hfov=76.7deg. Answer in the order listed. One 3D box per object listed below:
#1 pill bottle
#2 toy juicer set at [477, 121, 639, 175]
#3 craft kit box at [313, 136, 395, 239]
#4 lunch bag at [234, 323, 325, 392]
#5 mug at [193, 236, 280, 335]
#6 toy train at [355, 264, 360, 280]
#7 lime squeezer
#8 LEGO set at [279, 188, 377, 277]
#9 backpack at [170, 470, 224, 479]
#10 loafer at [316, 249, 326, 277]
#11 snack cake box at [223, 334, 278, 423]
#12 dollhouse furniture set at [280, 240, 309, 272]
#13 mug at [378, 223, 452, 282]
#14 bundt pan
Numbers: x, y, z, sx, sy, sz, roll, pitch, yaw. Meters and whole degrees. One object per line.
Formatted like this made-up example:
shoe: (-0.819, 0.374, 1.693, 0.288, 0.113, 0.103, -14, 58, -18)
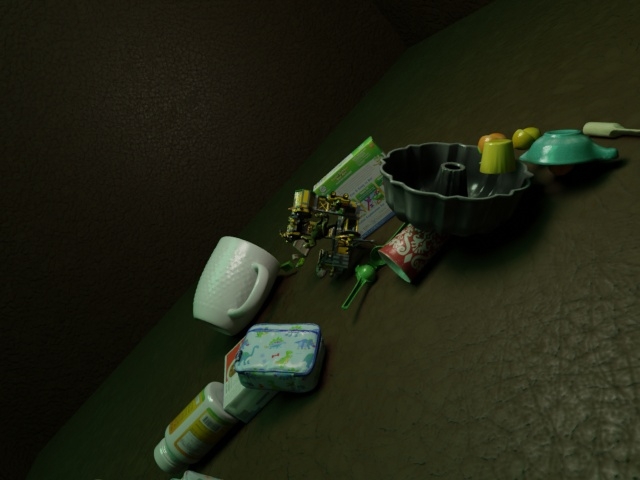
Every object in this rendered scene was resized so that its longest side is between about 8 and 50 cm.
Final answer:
pill bottle: (-0.350, 0.537, 1.153, 0.245, 0.136, 0.136, -46, 20, 3)
toy juicer set: (0.502, -0.192, 0.865, 0.329, 0.089, 0.209, -4, 20, 12)
craft kit box: (0.149, -0.163, 1.323, 0.250, 0.247, 0.061, -39, 22, 19)
lunch bag: (-0.103, 0.296, 1.055, 0.219, 0.090, 0.176, -2, 34, 16)
mug: (-0.319, 0.189, 1.571, 0.374, 0.276, 0.328, -9, 51, 53)
toy train: (0.117, 0.102, 1.219, 0.023, 0.017, 0.083, -50, 18, 21)
lime squeezer: (0.155, 0.071, 1.129, 0.310, 0.059, 0.110, -51, 13, -10)
LEGO set: (0.000, 0.000, 1.221, 0.331, 0.255, 0.192, 138, 142, -68)
backpack: (-0.245, 0.580, 0.818, 0.144, 0.166, 0.188, -55, 22, 5)
loafer: (0.002, 0.082, 1.455, 0.045, 0.039, 0.125, -33, 24, 32)
snack cake box: (-0.208, 0.391, 1.218, 0.152, 0.089, 0.264, -46, 20, 4)
dollhouse furniture set: (-0.104, 0.061, 1.659, 0.059, 0.076, 0.151, -28, 27, 46)
mug: (0.238, 0.003, 1.031, 0.169, 0.113, 0.150, -44, 21, -3)
bundt pan: (0.297, -0.115, 0.936, 0.331, 0.124, 0.330, 0, 32, 0)
